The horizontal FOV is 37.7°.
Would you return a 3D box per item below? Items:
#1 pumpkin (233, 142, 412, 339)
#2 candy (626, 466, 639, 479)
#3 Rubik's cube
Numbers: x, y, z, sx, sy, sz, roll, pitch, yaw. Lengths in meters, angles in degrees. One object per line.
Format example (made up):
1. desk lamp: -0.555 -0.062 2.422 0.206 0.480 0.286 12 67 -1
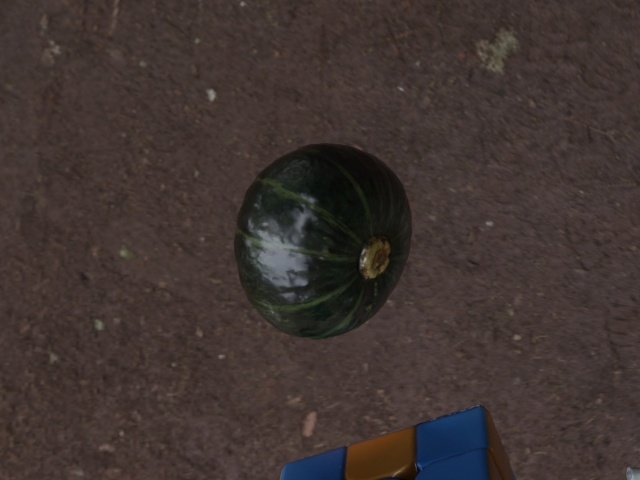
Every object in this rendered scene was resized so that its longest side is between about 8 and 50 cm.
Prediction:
1. pumpkin: 0.002 0.001 0.787 0.125 0.167 0.167 19 93 25
2. candy: 0.493 0.247 0.971 0.365 0.124 0.124 4 85 -6
3. Rubik's cube: 0.120 0.423 1.125 0.290 0.292 0.291 -21 109 13
